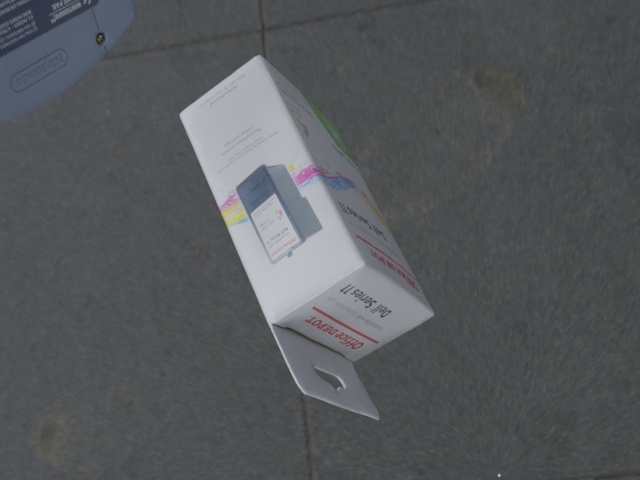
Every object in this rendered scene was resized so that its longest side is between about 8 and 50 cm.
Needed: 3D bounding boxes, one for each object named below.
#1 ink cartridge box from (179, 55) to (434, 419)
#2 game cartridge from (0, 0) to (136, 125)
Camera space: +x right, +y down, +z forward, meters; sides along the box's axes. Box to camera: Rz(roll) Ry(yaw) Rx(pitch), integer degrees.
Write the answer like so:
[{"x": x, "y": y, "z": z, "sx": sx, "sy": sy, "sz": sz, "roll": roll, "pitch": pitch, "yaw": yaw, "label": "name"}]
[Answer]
[{"x": 0.000, "y": 0.000, "z": 1.046, "sx": 0.119, "sy": 0.207, "sz": 0.353, "roll": -33, "pitch": 62, "yaw": 14, "label": "ink cartridge box"}, {"x": -0.297, "y": -0.217, "z": 0.899, "sx": 0.062, "sy": 0.198, "sz": 0.297, "roll": 13, "pitch": 38, "yaw": 29, "label": "game cartridge"}]
